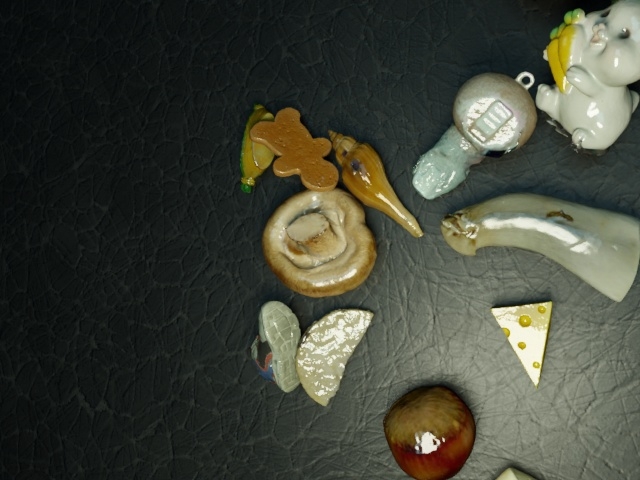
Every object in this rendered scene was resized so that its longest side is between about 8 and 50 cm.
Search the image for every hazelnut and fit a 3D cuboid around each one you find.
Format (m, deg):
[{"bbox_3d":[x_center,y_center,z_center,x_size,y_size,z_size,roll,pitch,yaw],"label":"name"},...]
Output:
[{"bbox_3d":[0.236,0.417,1.284,0.208,0.208,0.208,-2,85,19],"label":"hazelnut"}]

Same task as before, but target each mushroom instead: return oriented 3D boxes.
[{"bbox_3d":[0.000,0.000,1.408,0.278,0.146,0.278,-6,65,14],"label":"mushroom"},{"bbox_3d":[0.453,-0.013,1.270,0.397,0.126,0.177,18,100,16],"label":"mushroom"}]

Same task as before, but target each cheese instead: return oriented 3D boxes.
[{"bbox_3d":[0.433,0.217,1.271,0.126,0.093,0.171,-10,84,17],"label":"cheese"}]

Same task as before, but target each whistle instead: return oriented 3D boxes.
[{"bbox_3d":[0.332,-0.231,1.331,0.189,0.189,0.348,52,124,15],"label":"whistle"}]

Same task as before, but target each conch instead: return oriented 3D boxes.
[{"bbox_3d":[0.118,-0.133,1.407,0.109,0.093,0.330,-40,75,12],"label":"conch"}]

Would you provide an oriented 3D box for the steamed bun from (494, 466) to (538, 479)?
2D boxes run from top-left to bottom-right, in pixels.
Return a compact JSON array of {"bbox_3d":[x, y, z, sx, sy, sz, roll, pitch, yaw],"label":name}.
[{"bbox_3d":[0.419,0.601,1.210,0.250,0.155,0.200,41,98,20],"label":"steamed bun"}]

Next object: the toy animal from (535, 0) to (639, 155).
[{"bbox_3d":[0.566,-0.330,1.169,0.247,0.182,0.310,14,132,-4],"label":"toy animal"}]

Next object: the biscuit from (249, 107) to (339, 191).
[{"bbox_3d":[-0.053,-0.204,1.446,0.165,0.036,0.250,-33,70,-25],"label":"biscuit"}]

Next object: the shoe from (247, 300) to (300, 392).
[{"bbox_3d":[-0.115,0.244,1.446,0.126,0.099,0.227,4,111,45],"label":"shoe"}]

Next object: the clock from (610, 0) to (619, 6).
[{"bbox_3d":[0.729,-0.515,1.166,0.308,0.235,0.096,-17,65,12],"label":"clock"}]

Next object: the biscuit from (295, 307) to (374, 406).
[{"bbox_3d":[0.016,0.253,1.417,0.133,0.032,0.249,26,95,-6],"label":"biscuit"}]

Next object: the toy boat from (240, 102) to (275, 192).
[{"bbox_3d":[-0.160,-0.234,1.524,0.088,0.089,0.229,4,84,56],"label":"toy boat"}]
